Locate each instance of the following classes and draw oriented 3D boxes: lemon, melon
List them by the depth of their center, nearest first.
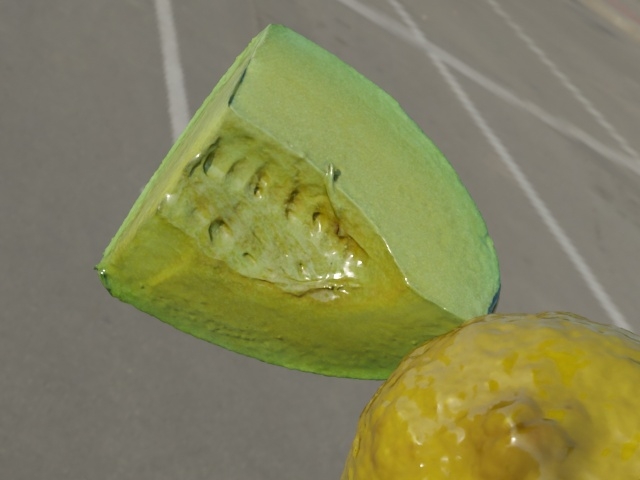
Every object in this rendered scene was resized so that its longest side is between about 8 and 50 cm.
[{"bbox_3d":[0.106,0.132,0.600,0.192,0.192,0.231,45,-5,33],"label":"lemon"},{"bbox_3d":[0.000,0.000,1.275,0.343,0.331,0.226,37,-7,-11],"label":"melon"}]
